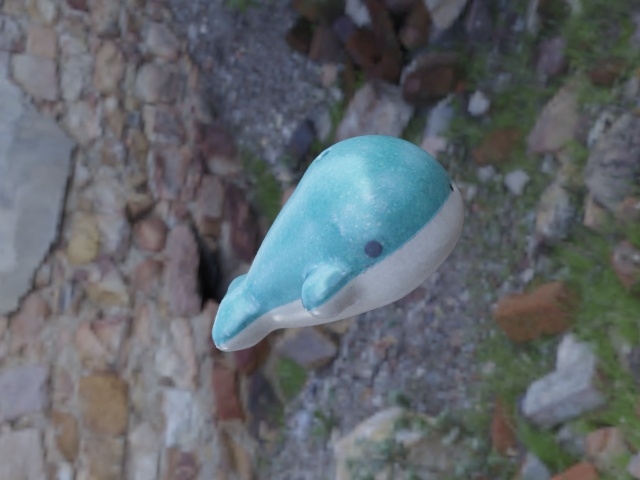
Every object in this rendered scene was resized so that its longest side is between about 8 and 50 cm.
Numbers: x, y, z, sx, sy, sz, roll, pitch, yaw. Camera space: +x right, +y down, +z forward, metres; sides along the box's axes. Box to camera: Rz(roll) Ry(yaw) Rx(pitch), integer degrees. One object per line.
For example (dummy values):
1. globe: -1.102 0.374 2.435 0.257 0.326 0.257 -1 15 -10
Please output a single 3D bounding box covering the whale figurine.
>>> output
1. whale figurine: 0.000 0.000 1.160 0.272 0.141 0.216 -29 16 20
